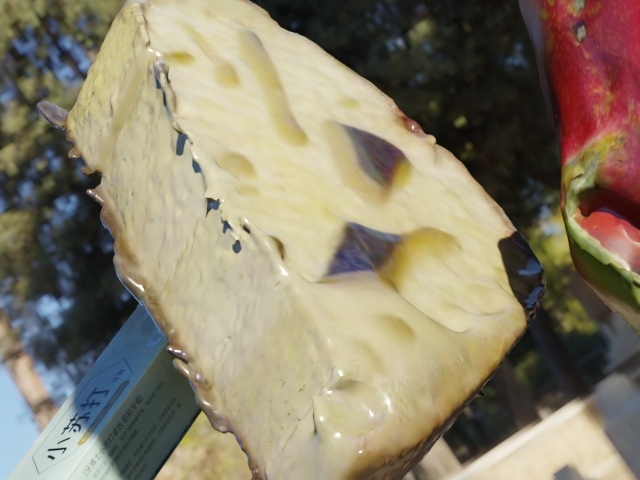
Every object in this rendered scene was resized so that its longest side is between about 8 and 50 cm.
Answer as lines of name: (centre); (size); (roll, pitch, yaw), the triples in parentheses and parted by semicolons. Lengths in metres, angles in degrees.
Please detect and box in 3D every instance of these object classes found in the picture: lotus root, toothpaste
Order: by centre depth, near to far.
lotus root: (0.000, 0.000, 0.614); (0.170, 0.261, 0.074); (5, -54, -43)
toothpaste: (-0.164, 0.158, 1.239); (0.089, 0.071, 0.313); (-11, 33, 41)

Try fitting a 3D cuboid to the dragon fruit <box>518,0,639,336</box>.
dragon fruit: (0.168, -0.061, 0.523); (0.198, 0.200, 0.269); (-49, -18, 17)
